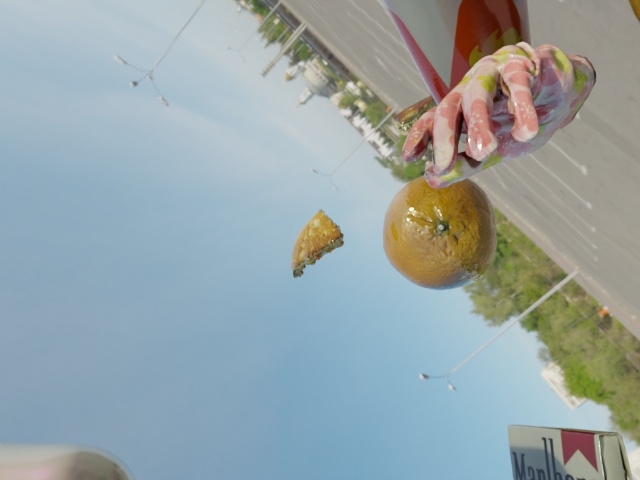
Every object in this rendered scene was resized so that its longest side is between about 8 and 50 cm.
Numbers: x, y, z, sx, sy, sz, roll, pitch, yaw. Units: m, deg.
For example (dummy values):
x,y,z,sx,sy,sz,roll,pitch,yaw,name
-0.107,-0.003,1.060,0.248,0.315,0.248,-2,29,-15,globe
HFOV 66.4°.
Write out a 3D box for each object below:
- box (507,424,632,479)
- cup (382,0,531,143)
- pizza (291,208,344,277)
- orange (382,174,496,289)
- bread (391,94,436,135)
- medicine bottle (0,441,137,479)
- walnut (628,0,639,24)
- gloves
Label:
x,y,z,sx,sy,sz,roll,pitch,yaw,name
0.296,0.288,0.594,0.036,0.115,0.177,5,162,-11,box
0.205,-0.283,0.675,0.288,0.203,0.203,53,-174,-41,cup
0.000,0.000,1.043,0.041,0.131,0.178,49,-142,-36,pizza
0.252,-0.019,1.035,0.264,0.264,0.264,42,-165,-14,orange
0.195,-0.255,1.018,0.054,0.154,0.136,60,157,-17,bread
-0.302,0.216,0.356,0.130,0.342,0.130,-1,-90,-86,medicine bottle
0.256,-0.238,0.224,0.209,0.209,0.336,-114,11,-55,walnut
0.192,-0.144,0.563,0.145,0.242,0.126,150,105,-71,gloves
